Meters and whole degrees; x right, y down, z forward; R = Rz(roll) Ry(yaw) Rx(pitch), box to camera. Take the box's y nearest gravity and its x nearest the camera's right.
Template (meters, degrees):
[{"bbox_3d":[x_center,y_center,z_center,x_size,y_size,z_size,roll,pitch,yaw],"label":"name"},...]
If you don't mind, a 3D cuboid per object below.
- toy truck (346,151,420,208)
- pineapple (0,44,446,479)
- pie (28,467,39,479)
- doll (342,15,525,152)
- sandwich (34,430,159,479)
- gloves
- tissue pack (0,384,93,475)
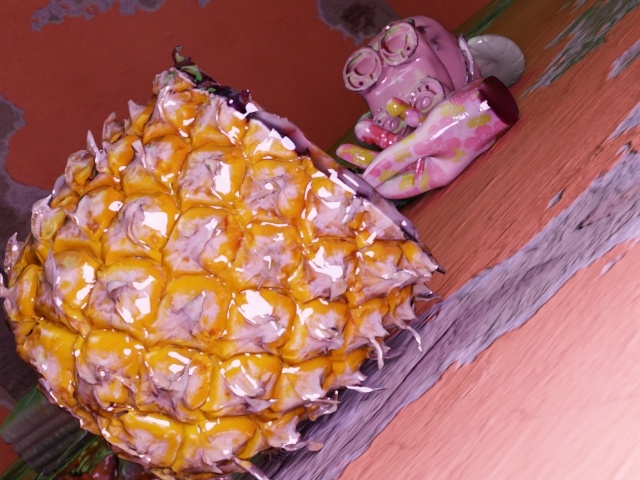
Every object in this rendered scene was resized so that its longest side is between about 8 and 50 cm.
[{"bbox_3d":[0.050,-0.055,2.007,0.125,0.101,0.242,-41,6,-35],"label":"toy truck"},{"bbox_3d":[-0.089,0.044,1.211,0.300,0.352,0.352,-53,6,1],"label":"pineapple"},{"bbox_3d":[-0.403,0.316,2.487,0.337,0.075,0.337,-43,6,6],"label":"pie"},{"bbox_3d":[0.159,-0.212,2.085,0.284,0.216,0.268,-34,-29,23],"label":"doll"},{"bbox_3d":[-0.181,0.220,1.579,0.292,0.109,0.212,-47,13,-14],"label":"sandwich"},{"bbox_3d":[0.134,-0.121,1.834,0.241,0.126,0.145,-37,33,29],"label":"gloves"},{"bbox_3d":[-0.300,0.213,2.134,0.287,0.162,0.388,-43,5,-31],"label":"tissue pack"}]
